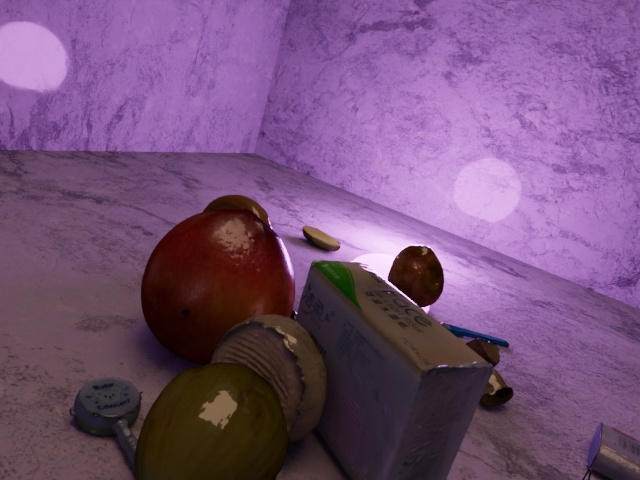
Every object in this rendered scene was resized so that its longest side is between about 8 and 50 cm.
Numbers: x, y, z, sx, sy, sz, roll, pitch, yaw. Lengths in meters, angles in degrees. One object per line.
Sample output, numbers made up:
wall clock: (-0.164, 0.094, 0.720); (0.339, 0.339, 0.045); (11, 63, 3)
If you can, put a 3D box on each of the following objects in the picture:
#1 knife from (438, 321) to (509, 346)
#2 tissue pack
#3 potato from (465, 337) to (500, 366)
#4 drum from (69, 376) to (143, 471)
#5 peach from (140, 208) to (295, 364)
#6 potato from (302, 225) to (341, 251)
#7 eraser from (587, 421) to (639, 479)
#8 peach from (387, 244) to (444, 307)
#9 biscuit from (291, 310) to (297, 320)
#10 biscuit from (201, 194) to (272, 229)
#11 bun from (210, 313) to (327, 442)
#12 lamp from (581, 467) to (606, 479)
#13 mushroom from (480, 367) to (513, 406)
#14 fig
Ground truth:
knife: (0.520, 0.327, 1.753); (0.296, 0.026, 0.044); (17, 20, -8)
tissue pack: (0.107, 0.273, 1.045); (0.205, 0.332, 0.405); (3, 23, -31)
potato: (0.480, 0.355, 1.530); (0.100, 0.089, 0.172); (-21, -26, 26)
drum: (-0.368, 0.337, 0.892); (0.130, 0.049, 0.253); (7, 23, -32)
peach: (-0.236, 0.101, 1.205); (0.388, 0.388, 0.388); (15, 18, -5)
potato: (0.000, 0.000, 2.226); (0.198, 0.054, 0.119); (26, 19, 14)
eraser: (0.779, 0.550, 1.223); (0.227, 0.081, 0.174); (26, 24, 24)
peach: (0.351, 0.126, 1.870); (0.214, 0.235, 0.214); (6, 17, -2)
biscuit: (0.006, 0.273, 1.329); (0.235, 0.063, 0.151); (21, 32, -35)
biscuit: (-0.280, 0.002, 1.575); (0.296, 0.296, 0.102); (27, 13, 29)
bun: (-0.088, 0.274, 1.012); (0.259, 0.259, 0.152); (28, 9, 31)
lamp: (0.652, 0.557, 1.129); (0.121, 0.054, 0.041); (22, 18, 16)
mushroom: (0.407, 0.358, 1.466); (0.107, 0.087, 0.333); (3, 20, -34)
fig: (-0.177, 0.330, 0.797); (0.239, 0.239, 0.271); (20, 31, 12)
